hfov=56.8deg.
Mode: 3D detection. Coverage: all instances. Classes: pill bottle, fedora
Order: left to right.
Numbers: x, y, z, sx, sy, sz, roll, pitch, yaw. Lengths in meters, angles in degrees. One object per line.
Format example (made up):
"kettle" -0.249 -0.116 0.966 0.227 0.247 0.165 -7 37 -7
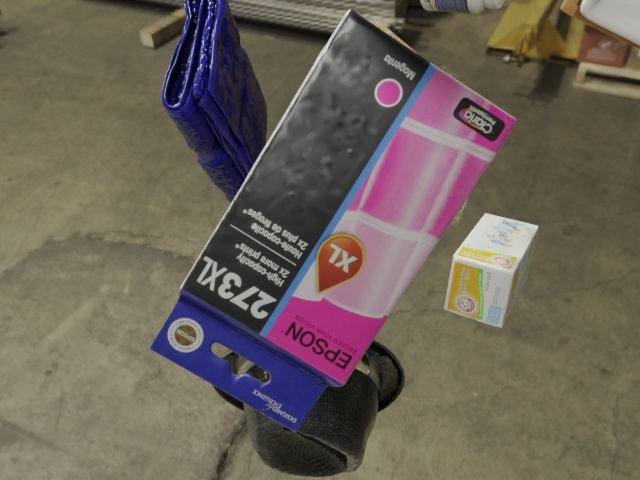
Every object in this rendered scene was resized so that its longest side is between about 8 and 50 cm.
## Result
"fedora" -0.016 0.273 0.922 0.334 0.334 0.152 -3 49 0
"pill bottle" 0.220 -0.385 0.908 0.120 0.067 0.067 17 47 30

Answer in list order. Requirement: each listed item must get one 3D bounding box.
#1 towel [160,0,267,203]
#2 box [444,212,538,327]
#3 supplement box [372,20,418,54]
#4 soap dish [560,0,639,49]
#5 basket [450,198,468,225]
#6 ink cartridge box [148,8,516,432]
"towel" -0.136 -0.209 0.893 0.076 0.308 0.227 3 70 9
"box" 0.307 0.048 1.054 0.103 0.114 0.203 17 30 24
"supplement box" 0.108 -0.290 0.909 0.098 0.036 0.062 40 34 0
"soap dish" 0.492 -0.392 0.764 0.229 0.291 0.118 20 42 -11
"basket" 0.311 -0.125 1.472 0.103 0.167 0.113 22 9 26
"ink cartridge box" 0.000 0.000 0.548 0.176 0.371 0.069 31 9 -5
